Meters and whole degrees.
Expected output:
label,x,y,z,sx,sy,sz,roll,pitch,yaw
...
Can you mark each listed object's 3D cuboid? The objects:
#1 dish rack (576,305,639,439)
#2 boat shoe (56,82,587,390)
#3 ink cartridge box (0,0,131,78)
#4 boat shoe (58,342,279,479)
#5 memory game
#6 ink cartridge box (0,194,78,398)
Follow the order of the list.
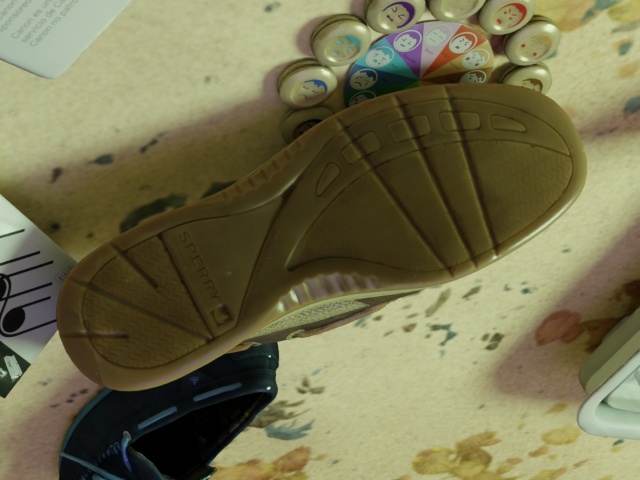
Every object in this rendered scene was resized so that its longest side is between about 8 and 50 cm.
label,x,y,z,sx,sy,sz,roll,pitch,yaw
dish rack,0.378,0.047,1.268,0.285,0.072,0.333,8,136,-34
boat shoe,0.000,0.000,1.002,0.342,0.123,0.123,-25,176,-6
ink cartridge box,-0.169,-0.222,0.617,0.226,0.131,0.306,-39,138,27
boat shoe,-0.121,0.146,1.157,0.109,0.089,0.258,7,137,-31
memory game,0.063,-0.096,0.987,0.186,0.012,0.186,-12,143,-9
ink cartridge box,-0.225,0.007,0.928,0.097,0.046,0.207,-53,143,-10
